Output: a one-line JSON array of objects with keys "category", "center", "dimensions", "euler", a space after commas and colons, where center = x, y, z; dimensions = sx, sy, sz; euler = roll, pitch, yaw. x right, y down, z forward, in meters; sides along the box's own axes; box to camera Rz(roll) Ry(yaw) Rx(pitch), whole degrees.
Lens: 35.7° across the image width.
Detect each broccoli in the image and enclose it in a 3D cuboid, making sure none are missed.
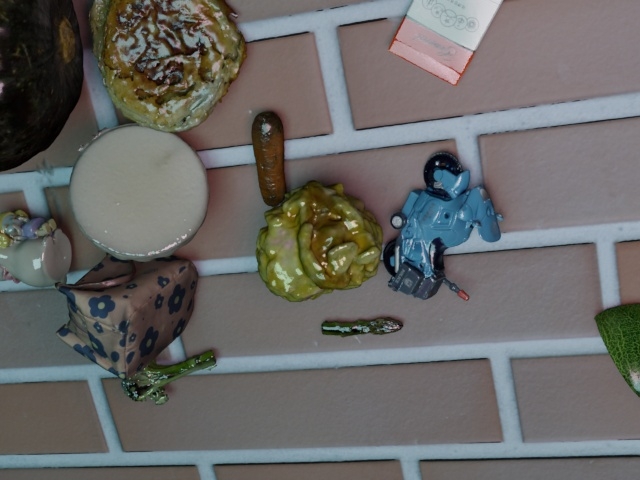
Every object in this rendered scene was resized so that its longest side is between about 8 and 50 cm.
[{"category": "broccoli", "center": [-0.312, 0.269, 2.054], "dimensions": [0.204, 0.118, 0.123], "euler": [-14, 78, 5]}]

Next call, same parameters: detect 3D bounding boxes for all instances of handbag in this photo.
[{"category": "handbag", "center": [-0.380, 0.125, 1.925], "dimensions": [0.193, 0.251, 0.190], "euler": [23, 125, 16]}]

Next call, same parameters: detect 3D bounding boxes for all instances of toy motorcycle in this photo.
[{"category": "toy motorcycle", "center": [0.218, -0.008, 1.771], "dimensions": [0.182, 0.123, 0.272], "euler": [36, 117, 23]}]

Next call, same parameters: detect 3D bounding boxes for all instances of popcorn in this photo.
[{"category": "popcorn", "center": [0.000, 0.000, 1.768], "dimensions": [0.259, 0.259, 0.212], "euler": [-25, 79, 24]}]

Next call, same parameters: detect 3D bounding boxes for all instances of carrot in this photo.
[{"category": "carrot", "center": [-0.094, -0.148, 1.829], "dimensions": [0.060, 0.060, 0.186], "euler": [5, 119, 14]}]

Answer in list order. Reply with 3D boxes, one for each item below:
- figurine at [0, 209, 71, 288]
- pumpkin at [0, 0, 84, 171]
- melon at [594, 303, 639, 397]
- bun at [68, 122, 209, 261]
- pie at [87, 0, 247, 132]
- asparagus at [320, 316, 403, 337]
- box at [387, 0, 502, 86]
[{"category": "figurine", "center": [-0.635, 0.021, 2.019], "dimensions": [0.235, 0.127, 0.155], "euler": [3, 131, 18]}, {"category": "pumpkin", "center": [-0.592, -0.332, 1.688], "dimensions": [0.343, 0.454, 0.455], "euler": [1, 113, -1]}, {"category": "melon", "center": [0.610, 0.222, 1.719], "dimensions": [0.129, 0.169, 0.265], "euler": [-40, 99, 25]}, {"category": "bun", "center": [-0.338, -0.078, 1.875], "dimensions": [0.263, 0.175, 0.263], "euler": [1, 77, -6]}, {"category": "pie", "center": [-0.279, -0.330, 1.773], "dimensions": [0.308, 0.085, 0.308], "euler": [1, 97, 10]}, {"category": "asparagus", "center": [0.082, 0.167, 1.925], "dimensions": [0.165, 0.030, 0.036], "euler": [-6, 100, 19]}, {"category": "box", "center": [0.224, -0.392, 1.644], "dimensions": [0.139, 0.035, 0.245], "euler": [27, 117, 3]}]
